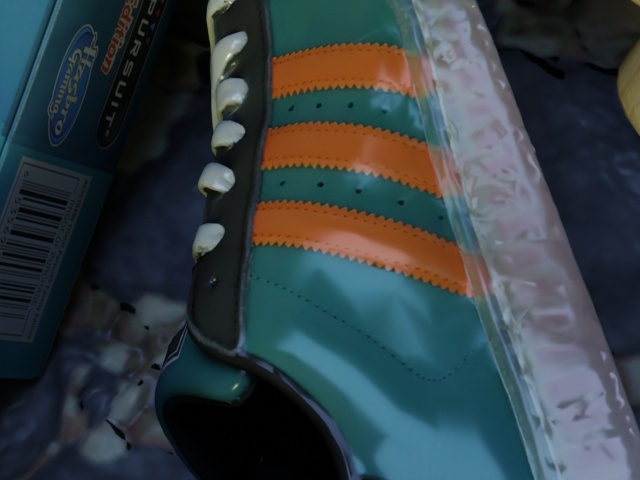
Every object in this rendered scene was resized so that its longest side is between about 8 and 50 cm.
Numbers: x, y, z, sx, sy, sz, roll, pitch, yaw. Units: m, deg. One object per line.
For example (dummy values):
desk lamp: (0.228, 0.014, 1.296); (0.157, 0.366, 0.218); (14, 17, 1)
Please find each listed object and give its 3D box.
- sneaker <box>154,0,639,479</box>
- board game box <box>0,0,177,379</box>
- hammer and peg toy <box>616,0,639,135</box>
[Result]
sneaker: (0.000, 0.000, 0.556); (0.121, 0.108, 0.302); (-15, 60, -7)
board game box: (-0.205, -0.131, 0.621); (0.336, 0.079, 0.254); (21, 91, 19)
hammer and peg toy: (0.089, -0.176, 0.505); (0.266, 0.127, 0.361); (35, 30, -11)
